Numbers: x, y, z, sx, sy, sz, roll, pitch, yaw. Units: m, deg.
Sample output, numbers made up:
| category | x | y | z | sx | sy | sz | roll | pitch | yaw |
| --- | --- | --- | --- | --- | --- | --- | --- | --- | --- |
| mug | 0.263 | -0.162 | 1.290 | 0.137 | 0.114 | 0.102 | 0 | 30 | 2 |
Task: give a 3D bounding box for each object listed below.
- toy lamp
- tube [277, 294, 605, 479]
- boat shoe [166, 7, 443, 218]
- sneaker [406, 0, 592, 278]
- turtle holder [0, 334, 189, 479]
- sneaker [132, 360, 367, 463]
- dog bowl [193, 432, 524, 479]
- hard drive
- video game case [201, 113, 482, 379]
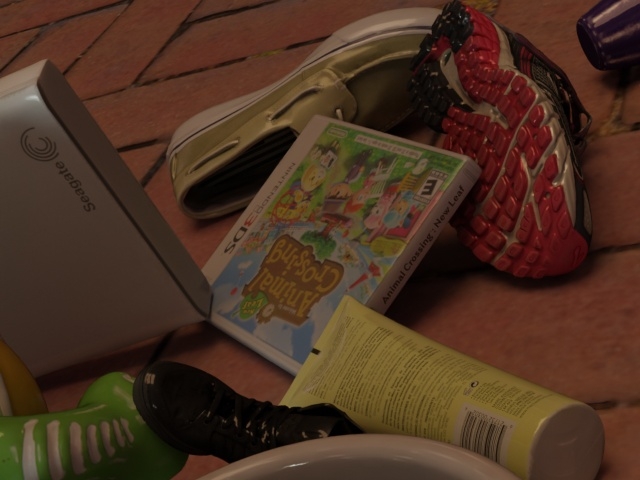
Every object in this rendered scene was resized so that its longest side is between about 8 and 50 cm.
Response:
| category | x | y | z | sx | sy | sz | roll | pitch | yaw |
| --- | --- | --- | --- | --- | --- | --- | --- | --- | --- |
| toy lamp | 0.348 | -0.219 | 1.120 | 0.275 | 0.080 | 0.080 | -24 | 27 | -2 |
| tube | 0.065 | 0.095 | 0.811 | 0.070 | 0.062 | 0.240 | -20 | 21 | -33 |
| boat shoe | -0.001 | -0.103 | 1.200 | 0.302 | 0.109 | 0.094 | -27 | 41 | 16 |
| sneaker | 0.156 | -0.082 | 1.009 | 0.121 | 0.112 | 0.299 | -58 | 24 | 32 |
| turtle holder | -0.265 | 0.125 | 0.834 | 0.320 | 0.243 | 0.227 | -39 | -15 | 15 |
| sneaker | -0.019 | 0.113 | 0.767 | 0.089 | 0.170 | 0.051 | -34 | 23 | 46 |
| dog bowl | -0.015 | 0.225 | 0.604 | 0.349 | 0.102 | 0.348 | -20 | 28 | 11 |
| hard drive | -0.293 | 0.023 | 1.022 | 0.353 | 0.233 | 0.047 | -20 | 34 | 19 |
| video game case | 0.000 | 0.000 | 1.002 | 0.193 | 0.023 | 0.212 | -55 | 34 | -8 |
